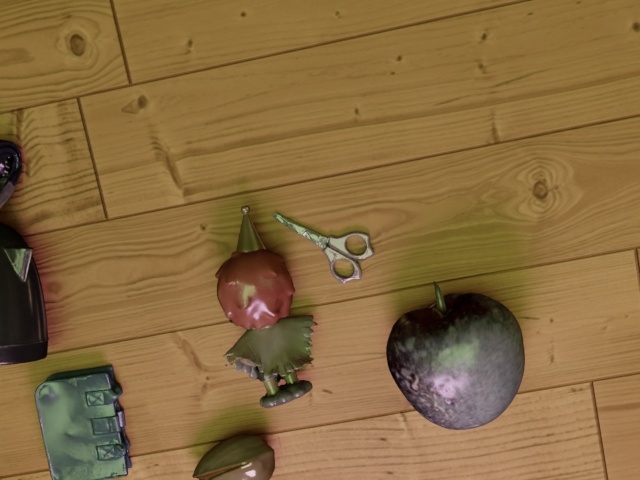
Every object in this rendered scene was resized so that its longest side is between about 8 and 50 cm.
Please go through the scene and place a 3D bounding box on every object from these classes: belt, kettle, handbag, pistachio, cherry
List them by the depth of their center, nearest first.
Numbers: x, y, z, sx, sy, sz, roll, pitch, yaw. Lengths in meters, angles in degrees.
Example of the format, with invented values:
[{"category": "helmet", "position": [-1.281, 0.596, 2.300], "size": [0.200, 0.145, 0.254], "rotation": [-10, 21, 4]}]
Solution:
[{"category": "cherry", "position": [0.255, 0.216, 1.507], "size": [0.255, 0.218, 0.296], "rotation": [-20, 111, 4]}, {"category": "belt", "position": [-0.657, -0.102, 1.523], "size": [0.126, 0.230, 0.139], "rotation": [8, 138, 13]}, {"category": "kettle", "position": [-0.647, 0.097, 1.589], "size": [0.207, 0.251, 0.271], "rotation": [1, 91, -27]}, {"category": "pistachio", "position": [-0.172, 0.458, 1.623], "size": [0.185, 0.124, 0.124], "rotation": [-29, 96, 6]}, {"category": "handbag", "position": [-0.483, 0.383, 1.670], "size": [0.179, 0.062, 0.229], "rotation": [-9, 98, 3]}]

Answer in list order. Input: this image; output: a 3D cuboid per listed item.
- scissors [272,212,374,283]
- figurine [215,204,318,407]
[{"category": "scissors", "position": [0.000, 0.000, 1.588], "size": [0.212, 0.021, 0.110], "rotation": [29, 98, -1]}, {"category": "figurine", "position": [-0.122, 0.129, 1.559], "size": [0.207, 0.166, 0.387], "rotation": [-21, 96, -27]}]
